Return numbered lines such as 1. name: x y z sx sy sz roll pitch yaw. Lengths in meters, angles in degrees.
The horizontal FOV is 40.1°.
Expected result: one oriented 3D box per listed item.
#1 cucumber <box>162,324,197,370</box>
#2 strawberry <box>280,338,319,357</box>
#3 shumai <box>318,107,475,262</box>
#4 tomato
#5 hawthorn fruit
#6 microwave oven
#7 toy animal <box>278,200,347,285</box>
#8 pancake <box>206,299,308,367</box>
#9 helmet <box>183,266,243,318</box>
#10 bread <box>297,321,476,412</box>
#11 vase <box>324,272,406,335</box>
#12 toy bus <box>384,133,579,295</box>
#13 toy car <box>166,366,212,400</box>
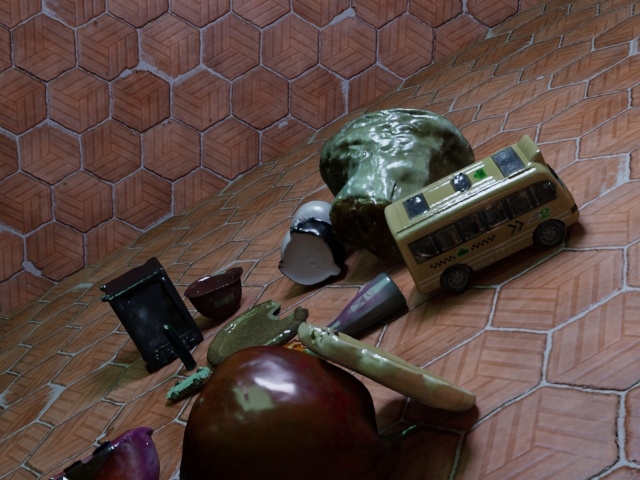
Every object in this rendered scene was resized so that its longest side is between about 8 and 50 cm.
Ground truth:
1. cucumber: -0.352 0.262 2.173 0.032 0.133 0.032 -27 16 8
2. strawberry: -0.072 0.277 1.770 0.192 0.085 0.140 -40 27 -12
3. shumai: 0.173 -0.116 2.143 0.398 0.324 0.323 -4 42 17
4. tomato: -0.425 0.490 1.628 0.335 0.176 0.289 -32 -2 -9
5. hawthorn fruit: -0.054 0.321 1.340 0.308 0.325 0.308 -55 -14 -22
6. microwave oven: -0.449 0.195 2.335 0.178 0.247 0.188 -30 18 -8
7. toy animal: -0.008 -0.001 2.282 0.235 0.165 0.187 -72 4 -58
8. pancake: -0.157 0.221 2.144 0.286 0.033 0.288 -26 18 16
9. helmet: -0.273 0.152 2.392 0.175 0.106 0.155 -33 21 -26
10. bread: 0.102 0.206 1.420 0.316 0.316 0.054 13 79 65
11. vase: 0.076 0.163 1.865 0.214 0.086 0.086 -36 18 -5
12. toy bus: 0.327 -0.052 1.800 0.365 0.202 0.177 -26 30 7
13. toy car: -0.310 0.341 2.057 0.122 0.035 0.059 -35 16 14
